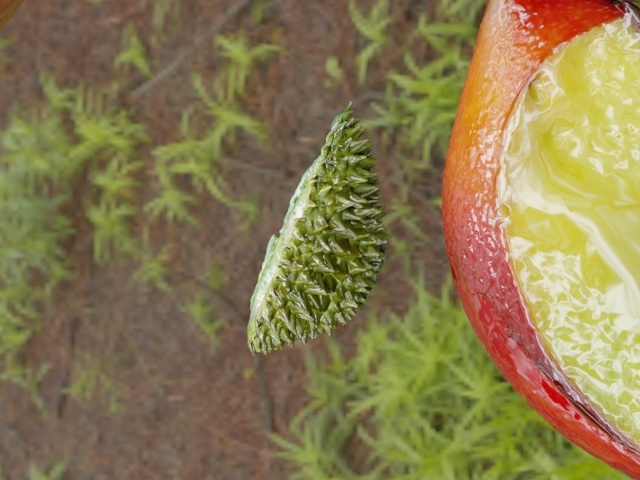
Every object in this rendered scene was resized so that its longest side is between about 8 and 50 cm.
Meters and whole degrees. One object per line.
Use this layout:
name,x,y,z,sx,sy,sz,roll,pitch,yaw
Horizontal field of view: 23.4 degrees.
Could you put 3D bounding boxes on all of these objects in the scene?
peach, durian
peach,0.138,0.009,0.733,0.267,0.154,0.159,48,172,2
durian,0.009,0.003,1.264,0.137,0.095,0.220,-106,31,-76

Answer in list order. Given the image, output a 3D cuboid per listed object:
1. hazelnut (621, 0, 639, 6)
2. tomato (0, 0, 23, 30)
hazelnut,0.196,-0.214,0.760,0.208,0.208,0.208,-2,87,52
tomato,-0.295,-0.264,1.009,0.321,0.321,0.321,-2,87,52
